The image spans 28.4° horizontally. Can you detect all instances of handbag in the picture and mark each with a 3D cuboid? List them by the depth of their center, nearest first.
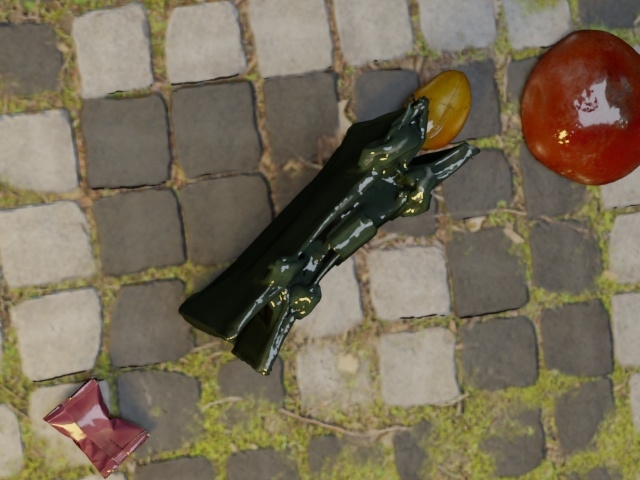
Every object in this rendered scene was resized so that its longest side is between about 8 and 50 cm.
[{"bbox_3d":[-0.002,-0.001,1.062,0.079,0.260,0.247,43,82,-7],"label":"handbag"}]

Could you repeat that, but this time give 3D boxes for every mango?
[{"bbox_3d":[0.112,-0.125,1.199,0.060,0.046,0.089,35,78,-12],"label":"mango"}]

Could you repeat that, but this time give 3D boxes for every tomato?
[{"bbox_3d":[0.275,-0.129,1.230,0.156,0.069,0.155,0,92,-14],"label":"tomato"}]

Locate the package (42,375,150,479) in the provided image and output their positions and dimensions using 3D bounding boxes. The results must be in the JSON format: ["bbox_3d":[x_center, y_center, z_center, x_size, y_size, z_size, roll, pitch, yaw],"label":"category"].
[{"bbox_3d":[-0.200,0.167,1.133,0.059,0.029,0.083,-42,109,-7],"label":"package"}]
